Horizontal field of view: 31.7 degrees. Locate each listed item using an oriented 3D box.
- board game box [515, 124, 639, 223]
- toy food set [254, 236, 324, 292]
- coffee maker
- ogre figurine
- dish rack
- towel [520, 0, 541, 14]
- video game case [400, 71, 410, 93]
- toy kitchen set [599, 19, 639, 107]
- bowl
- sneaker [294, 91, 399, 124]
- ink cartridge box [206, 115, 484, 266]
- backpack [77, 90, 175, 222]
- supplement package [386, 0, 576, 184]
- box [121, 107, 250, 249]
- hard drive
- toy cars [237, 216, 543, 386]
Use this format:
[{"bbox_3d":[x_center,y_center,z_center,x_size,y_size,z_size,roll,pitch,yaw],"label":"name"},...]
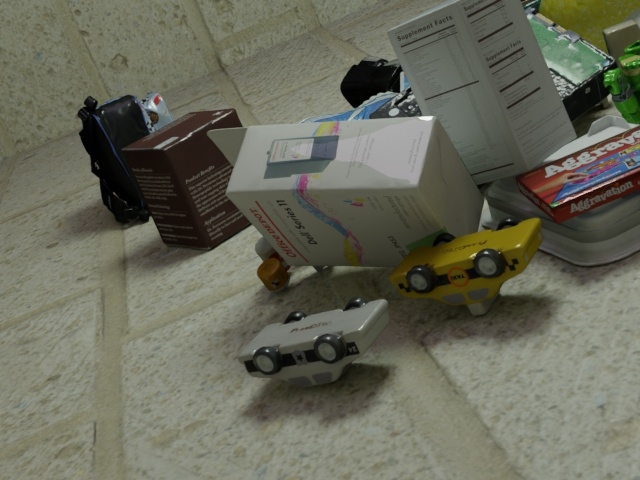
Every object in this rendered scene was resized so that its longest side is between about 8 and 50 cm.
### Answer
[{"bbox_3d":[0.397,-0.105,1.411,0.281,0.027,0.145,-23,19,-1],"label":"board game box"},{"bbox_3d":[0.000,0.000,1.720,0.232,0.104,0.111,-47,39,-14],"label":"toy food set"},{"bbox_3d":[0.125,-0.315,2.343,0.171,0.120,0.178,-33,21,-27],"label":"coffee maker"},{"bbox_3d":[0.495,-0.238,1.728,0.097,0.118,0.197,-9,24,22],"label":"ogre figurine"},{"bbox_3d":[0.385,-0.084,1.513,0.285,0.072,0.333,-26,20,-12],"label":"dish rack"},{"bbox_3d":[0.465,-0.458,2.273,0.271,0.040,0.370,-20,-6,5],"label":"towel"},{"bbox_3d":[0.243,-0.237,1.993,0.204,0.025,0.285,-2,32,5],"label":"video game case"},{"bbox_3d":[0.442,-0.297,1.937,0.207,0.122,0.166,-19,19,8],"label":"toy kitchen set"},{"bbox_3d":[0.561,-0.421,2.043,0.289,0.289,0.156,-24,62,-4],"label":"bowl"},{"bbox_3d":[0.064,-0.184,2.043,0.330,0.130,0.147,-30,18,-23],"label":"sneaker"},{"bbox_3d":[0.018,-0.058,1.530,0.353,0.207,0.119,0,60,29],"label":"ink cartridge box"},{"bbox_3d":[-0.403,-0.194,2.410,0.213,0.276,0.263,-25,12,-24],"label":"backpack"},{"bbox_3d":[0.222,-0.214,1.543,0.139,0.244,0.134,-13,15,48],"label":"supplement package"},{"bbox_3d":[-0.220,-0.112,2.048,0.168,0.203,0.167,-33,21,-30],"label":"box"},{"bbox_3d":[0.278,-0.224,1.815,0.339,0.064,0.237,-37,46,-7],"label":"hard drive"},{"bbox_3d":[0.094,0.088,1.355,0.393,0.087,0.176,-27,15,-4],"label":"toy cars"}]
